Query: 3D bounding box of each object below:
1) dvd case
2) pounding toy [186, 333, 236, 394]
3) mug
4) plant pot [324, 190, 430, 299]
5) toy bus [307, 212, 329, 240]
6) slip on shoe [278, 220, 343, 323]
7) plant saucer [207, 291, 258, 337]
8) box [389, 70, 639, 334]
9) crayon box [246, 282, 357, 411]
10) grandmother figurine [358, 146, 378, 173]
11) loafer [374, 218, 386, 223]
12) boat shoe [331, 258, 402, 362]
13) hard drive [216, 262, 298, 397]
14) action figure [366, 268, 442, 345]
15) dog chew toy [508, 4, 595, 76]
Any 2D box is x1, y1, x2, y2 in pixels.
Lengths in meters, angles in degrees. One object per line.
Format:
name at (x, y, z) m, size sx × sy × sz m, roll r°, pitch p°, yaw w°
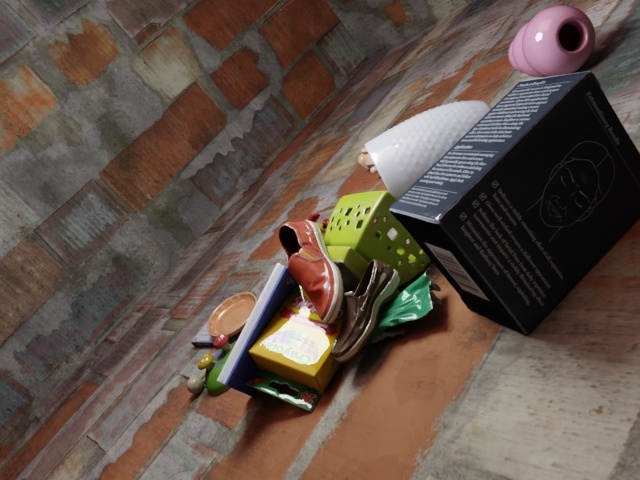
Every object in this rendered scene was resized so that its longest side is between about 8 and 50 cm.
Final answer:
dvd case at (-0.349, 0.283, 2.248) m, size 0.179 × 0.029 × 0.239 m, roll -13°, pitch 34°, yaw 54°
pounding toy at (-0.318, 0.362, 1.889) m, size 0.237 × 0.110 × 0.183 m, roll -23°, pitch 26°, yaw 42°
mug at (0.334, -0.188, 1.631) m, size 0.328 × 0.276 × 0.374 m, roll -28°, pitch 37°, yaw 8°
plant pot at (0.129, 0.024, 1.606) m, size 0.207 × 0.228 × 0.227 m, roll -54°, pitch 22°, yaw -17°
toy bus at (-0.012, 0.006, 2.085) m, size 0.202 × 0.191 × 0.104 m, roll -38°, pitch 62°, yaw 13°
slip on shoe at (-0.028, 0.071, 1.514) m, size 0.331 × 0.101 × 0.123 m, roll -113°, pitch 36°, yaw -44°
plant saucer at (-0.293, 0.259, 2.127) m, size 0.200 × 0.037 × 0.200 m, roll -23°, pitch 32°, yaw 15°
box at (0.390, -0.078, 1.199) m, size 0.395 × 0.293 × 0.212 m, roll -43°, pitch 19°, yaw -7°
crayon box at (-0.029, 0.238, 1.525) m, size 0.202 × 0.081 × 0.318 m, roll 13°, pitch 51°, yaw 31°
grandmother figurine at (0.259, -0.325, 2.313) m, size 0.208 × 0.104 × 0.342 m, roll -56°, pitch 19°, yaw -15°
loafer at (0.145, -0.021, 1.926) m, size 0.148 × 0.050 × 0.056 m, roll -43°, pitch 19°, yaw -5°
boat shoe at (0.084, 0.154, 1.434) m, size 0.257 × 0.095 × 0.095 m, roll -56°, pitch 13°, yaw -27°
hard drive at (-0.141, 0.237, 1.608) m, size 0.040 × 0.210 × 0.319 m, roll 21°, pitch 75°, yaw 20°
action figure at (0.172, 0.174, 1.423) m, size 0.232 × 0.063 × 0.137 m, roll -39°, pitch 19°, yaw 29°
dog chew toy at (0.693, -0.599, 1.936) m, size 0.206 × 0.206 × 0.332 m, roll -42°, pitch 10°, yaw -2°
